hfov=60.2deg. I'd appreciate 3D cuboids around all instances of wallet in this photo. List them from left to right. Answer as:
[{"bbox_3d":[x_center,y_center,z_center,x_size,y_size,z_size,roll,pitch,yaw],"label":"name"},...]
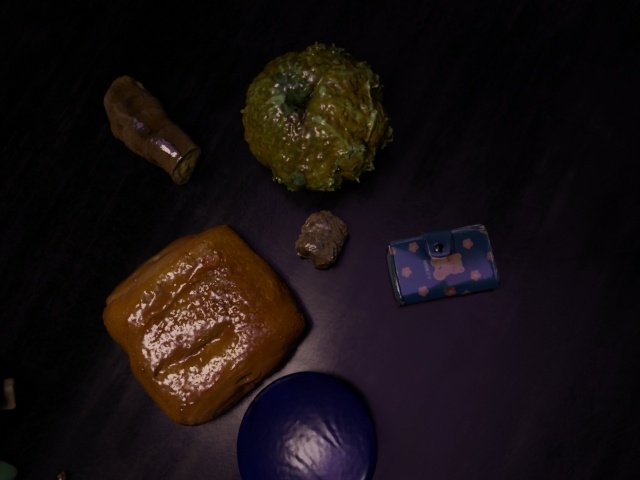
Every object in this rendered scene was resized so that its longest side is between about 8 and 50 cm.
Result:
[{"bbox_3d":[0.237,0.046,1.091,0.202,0.059,0.141,-11,75,4],"label":"wallet"}]

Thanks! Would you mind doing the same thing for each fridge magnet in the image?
[{"bbox_3d":[-0.026,0.375,1.009,0.266,0.112,0.265,-5,68,12],"label":"fridge magnet"}]

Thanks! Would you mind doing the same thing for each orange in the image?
[{"bbox_3d":[-0.015,-0.239,1.094,0.300,0.223,0.301,-12,78,8],"label":"orange"}]

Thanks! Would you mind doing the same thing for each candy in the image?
[{"bbox_3d":[0.000,0.000,1.118,0.095,0.085,0.110,32,72,2],"label":"candy"}]

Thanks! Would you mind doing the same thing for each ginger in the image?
[{"bbox_3d":[-0.369,-0.237,1.188,0.263,0.116,0.109,46,126,8],"label":"ginger"}]

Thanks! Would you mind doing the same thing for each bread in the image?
[{"bbox_3d":[-0.225,0.148,1.069,0.328,0.148,0.337,-37,78,-3],"label":"bread"}]

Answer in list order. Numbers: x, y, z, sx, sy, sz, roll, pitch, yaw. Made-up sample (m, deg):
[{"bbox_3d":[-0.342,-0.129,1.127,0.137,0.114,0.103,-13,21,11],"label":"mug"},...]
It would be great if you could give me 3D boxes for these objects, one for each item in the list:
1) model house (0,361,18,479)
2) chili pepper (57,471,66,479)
[{"bbox_3d":[-0.730,0.360,1.052,0.284,0.243,0.298,-6,104,-21],"label":"model house"},{"bbox_3d":[-0.612,0.599,1.024,0.338,0.131,0.134,-35,87,-4],"label":"chili pepper"}]
